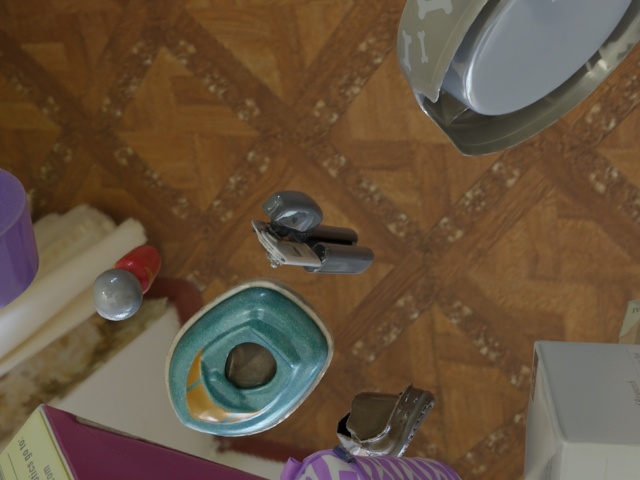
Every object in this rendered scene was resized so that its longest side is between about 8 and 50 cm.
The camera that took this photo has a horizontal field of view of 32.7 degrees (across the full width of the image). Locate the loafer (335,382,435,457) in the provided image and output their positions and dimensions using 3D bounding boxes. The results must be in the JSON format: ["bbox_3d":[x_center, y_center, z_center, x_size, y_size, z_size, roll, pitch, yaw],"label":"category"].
[{"bbox_3d":[0.110,0.366,2.177,0.130,0.134,0.366,37,149,1],"label":"loafer"}]

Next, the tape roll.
[{"bbox_3d":[-0.381,0.002,1.086,0.189,0.189,0.080,18,129,24],"label":"tape roll"}]

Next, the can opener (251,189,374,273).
[{"bbox_3d":[0.000,0.000,1.430,0.093,0.280,0.074,-44,69,14],"label":"can opener"}]

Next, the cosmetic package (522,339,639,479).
[{"bbox_3d":[0.246,0.172,0.784,0.184,0.151,0.151,1,111,3],"label":"cosmetic package"}]

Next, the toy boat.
[{"bbox_3d":[-0.158,0.134,1.456,0.318,0.148,0.267,39,115,-6],"label":"toy boat"}]

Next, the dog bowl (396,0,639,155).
[{"bbox_3d":[0.231,-0.253,1.179,0.102,0.349,0.348,50,135,26],"label":"dog bowl"}]

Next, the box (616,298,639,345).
[{"bbox_3d":[0.369,0.199,1.107,0.148,0.311,0.121,-14,124,36],"label":"box"}]

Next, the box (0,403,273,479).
[{"bbox_3d":[-0.089,0.222,0.476,0.243,0.213,0.117,-51,43,10],"label":"box"}]

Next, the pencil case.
[{"bbox_3d":[0.050,0.225,0.947,0.088,0.206,0.086,23,90,36],"label":"pencil case"}]
